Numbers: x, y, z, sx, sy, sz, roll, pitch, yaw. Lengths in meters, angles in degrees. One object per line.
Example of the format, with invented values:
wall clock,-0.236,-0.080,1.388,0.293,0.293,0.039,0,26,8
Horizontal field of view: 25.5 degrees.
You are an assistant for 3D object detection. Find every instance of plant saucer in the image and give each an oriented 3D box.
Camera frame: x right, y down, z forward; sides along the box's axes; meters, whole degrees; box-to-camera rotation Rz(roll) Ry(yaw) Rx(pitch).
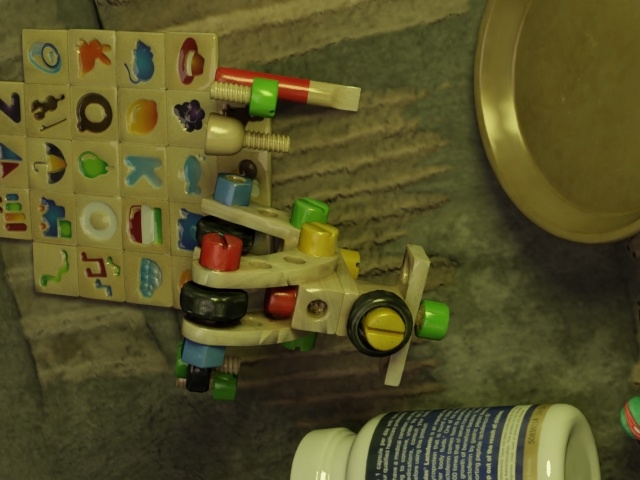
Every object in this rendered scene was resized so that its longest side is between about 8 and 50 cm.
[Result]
plant saucer,0.229,-0.136,1.170,0.278,0.041,0.278,10,102,54

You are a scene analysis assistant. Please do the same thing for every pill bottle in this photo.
pill bottle,0.115,0.232,1.313,0.264,0.153,0.153,-6,100,25

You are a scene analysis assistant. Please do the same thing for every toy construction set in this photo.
toy construction set,0.000,0.000,1.306,0.237,0.257,0.309,7,82,-3

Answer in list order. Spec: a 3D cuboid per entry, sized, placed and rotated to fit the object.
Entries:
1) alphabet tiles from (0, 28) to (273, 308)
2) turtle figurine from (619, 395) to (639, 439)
alphabet tiles,-0.204,-0.074,1.462,0.342,0.011,0.285,5,104,23
turtle figurine,0.341,0.140,1.198,0.234,0.175,0.118,-29,69,19
